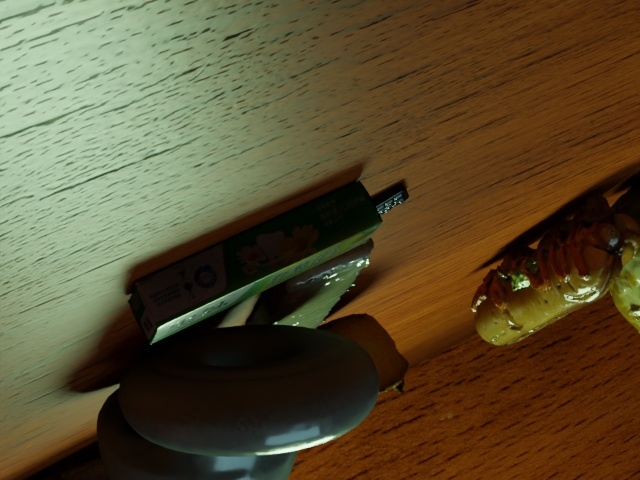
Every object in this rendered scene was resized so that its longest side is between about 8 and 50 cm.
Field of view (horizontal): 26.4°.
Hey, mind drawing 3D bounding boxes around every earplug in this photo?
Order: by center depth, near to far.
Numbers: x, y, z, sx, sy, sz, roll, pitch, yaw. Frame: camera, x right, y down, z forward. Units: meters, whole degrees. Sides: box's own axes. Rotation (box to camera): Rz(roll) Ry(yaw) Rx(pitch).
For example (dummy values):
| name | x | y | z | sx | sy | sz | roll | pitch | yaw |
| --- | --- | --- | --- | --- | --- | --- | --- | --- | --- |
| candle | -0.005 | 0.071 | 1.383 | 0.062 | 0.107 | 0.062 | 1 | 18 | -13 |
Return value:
| name | x | y | z | sx | sy | sz | roll | pitch | yaw |
| --- | --- | --- | --- | --- | --- | --- | --- | --- | --- |
| earplug | -0.079 | 0.161 | 1.172 | 0.214 | 0.175 | 0.325 | -8 | 163 | -28 |

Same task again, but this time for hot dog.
| name | x | y | z | sx | sy | sz | roll | pitch | yaw |
| --- | --- | --- | --- | --- | --- | --- | --- | --- | --- |
| hot dog | 0.321 | 0.044 | 1.935 | 0.158 | 0.117 | 0.349 | -46 | -179 | -25 |

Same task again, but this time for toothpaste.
| name | x | y | z | sx | sy | sz | roll | pitch | yaw |
| --- | --- | --- | --- | --- | --- | --- | --- | --- | --- |
| toothpaste | -0.043 | 0.014 | 0.924 | 0.178 | 0.037 | 0.043 | -25 | 172 | -22 |

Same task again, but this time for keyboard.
| name | x | y | z | sx | sy | sz | roll | pitch | yaw |
| --- | --- | --- | --- | --- | --- | --- | --- | --- | --- |
| keyboard | 0.000 | 0.000 | 1.060 | 0.155 | 0.010 | 0.053 | -29 | 172 | 3 |

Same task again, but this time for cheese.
| name | x | y | z | sx | sy | sz | roll | pitch | yaw |
| --- | --- | --- | --- | --- | --- | --- | --- | --- | --- |
| cheese | -0.026 | 0.068 | 1.282 | 0.085 | 0.034 | 0.400 | -26 | 170 | -16 |

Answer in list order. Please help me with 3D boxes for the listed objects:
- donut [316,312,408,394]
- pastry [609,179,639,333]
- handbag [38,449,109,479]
| name | x | y | z | sx | sy | sz | roll | pitch | yaw |
| --- | --- | --- | --- | --- | --- | --- | --- | --- | --- |
| donut | -0.014 | 0.170 | 1.539 | 0.253 | 0.118 | 0.253 | -27 | -177 | 2 |
| pastry | 0.485 | 0.004 | 1.968 | 0.237 | 0.170 | 0.256 | -53 | -159 | 34 |
| handbag | -0.277 | 0.356 | 1.664 | 0.251 | 0.190 | 0.193 | -21 | 177 | -1 |
